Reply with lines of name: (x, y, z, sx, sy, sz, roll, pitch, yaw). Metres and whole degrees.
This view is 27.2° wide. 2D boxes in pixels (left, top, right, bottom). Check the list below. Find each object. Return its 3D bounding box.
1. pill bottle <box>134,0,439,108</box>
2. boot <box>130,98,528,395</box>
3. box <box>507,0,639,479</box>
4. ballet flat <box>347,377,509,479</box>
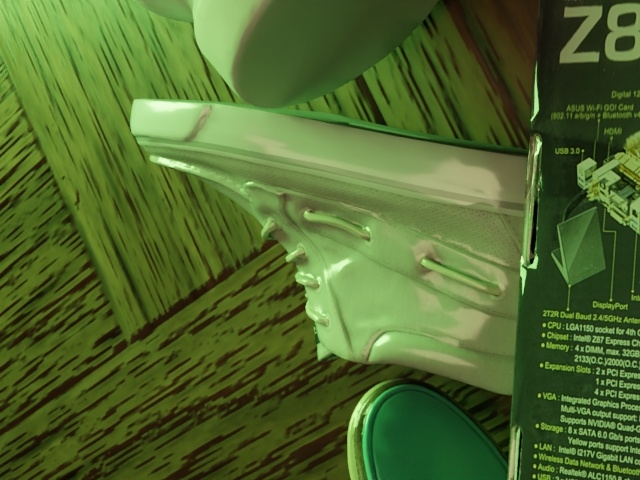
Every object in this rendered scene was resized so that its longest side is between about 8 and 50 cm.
pill bottle: (-0.062, -0.209, 0.641, 0.278, 0.162, 0.162, 53, 126, 18)
boot: (0.000, 0.000, 0.666, 0.258, 0.095, 0.123, 14, 100, 36)
box: (0.252, 0.053, 0.440, 0.394, 0.097, 0.318, 2, 90, 39)
ballet flat: (0.088, 0.183, 0.644, 0.086, 0.086, 0.248, -45, 71, 35)
